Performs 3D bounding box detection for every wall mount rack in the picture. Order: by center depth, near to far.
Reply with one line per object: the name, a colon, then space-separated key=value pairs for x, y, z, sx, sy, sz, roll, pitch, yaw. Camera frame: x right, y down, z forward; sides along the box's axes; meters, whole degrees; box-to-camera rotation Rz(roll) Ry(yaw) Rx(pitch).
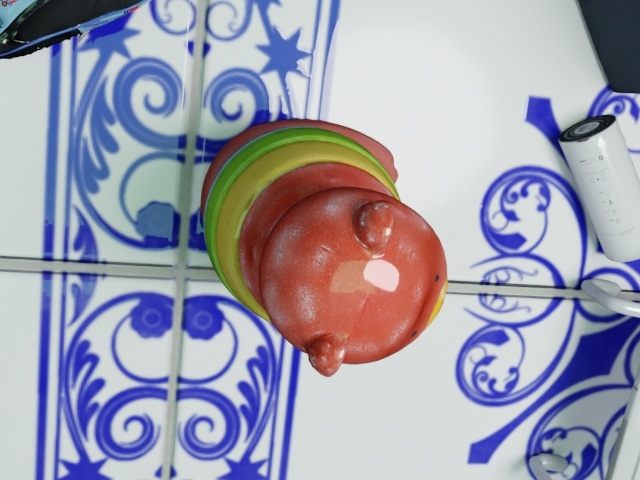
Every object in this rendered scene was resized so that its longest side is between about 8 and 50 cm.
wall mount rack: x=0.387 y=0.174 z=0.751 sx=0.304 sy=0.130 sz=0.350 roll=12 pitch=100 yaw=-2

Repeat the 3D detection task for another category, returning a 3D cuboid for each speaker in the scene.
speaker: x=0.278 y=-0.048 z=0.725 sx=0.055 sy=0.055 sz=0.136 roll=-30 pitch=107 yaw=-4

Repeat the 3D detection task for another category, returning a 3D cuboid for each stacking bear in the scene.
stacking bear: x=0.000 y=0.000 z=0.552 sx=0.164 sy=0.289 sz=0.175 roll=24 pitch=97 yaw=-17

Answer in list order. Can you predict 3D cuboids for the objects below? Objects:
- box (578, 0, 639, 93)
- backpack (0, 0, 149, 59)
box: x=0.436 y=-0.287 z=0.579 sx=0.395 sy=0.293 sz=0.212 roll=-28 pitch=107 yaw=-4
backpack: x=-0.195 y=-0.224 z=0.547 sx=0.173 sy=0.117 sz=0.158 roll=-21 pitch=106 yaw=-6
